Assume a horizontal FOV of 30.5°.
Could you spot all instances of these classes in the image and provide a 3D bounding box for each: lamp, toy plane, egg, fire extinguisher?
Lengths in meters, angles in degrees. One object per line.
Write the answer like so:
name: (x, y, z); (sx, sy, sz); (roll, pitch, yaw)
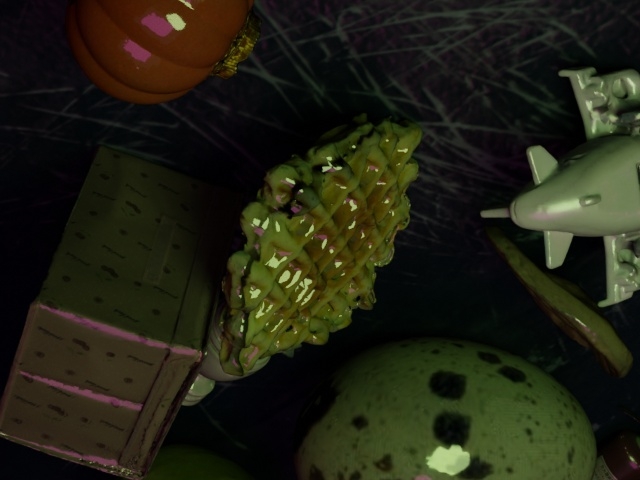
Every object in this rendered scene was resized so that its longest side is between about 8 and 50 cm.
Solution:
lamp: (-0.135, 0.149, 1.520); (0.106, 0.106, 0.193); (30, 131, -18)
toy plane: (0.306, -0.059, 1.270); (0.267, 0.267, 0.122); (43, 159, -26)
lamp: (-0.153, -0.238, 1.143); (0.196, 0.223, 0.223); (32, 123, -21)
egg: (0.155, 0.265, 1.468); (0.379, 0.287, 0.287); (7, 128, 2)
fire extinguisher: (0.394, 0.309, 1.632); (0.099, 0.071, 0.231); (46, 121, 5)

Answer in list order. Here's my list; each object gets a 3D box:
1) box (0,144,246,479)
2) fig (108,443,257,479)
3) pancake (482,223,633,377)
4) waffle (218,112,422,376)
box: (-0.227, 0.076, 1.346); (0.190, 0.297, 0.225); (21, 127, -8)
fig: (-0.167, 0.440, 1.646); (0.316, 0.316, 0.316); (2, 128, 2)
pancake: (0.274, 0.061, 1.351); (0.050, 0.242, 0.242); (-45, 116, 3)
waffle: (0.000, 0.000, 1.303); (0.073, 0.317, 0.297); (32, 125, 25)
